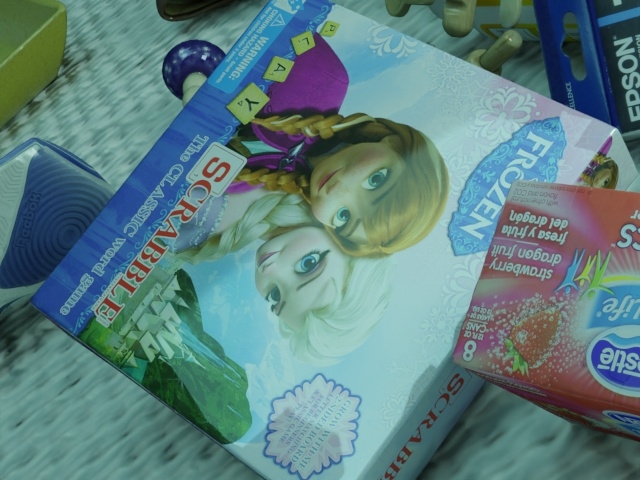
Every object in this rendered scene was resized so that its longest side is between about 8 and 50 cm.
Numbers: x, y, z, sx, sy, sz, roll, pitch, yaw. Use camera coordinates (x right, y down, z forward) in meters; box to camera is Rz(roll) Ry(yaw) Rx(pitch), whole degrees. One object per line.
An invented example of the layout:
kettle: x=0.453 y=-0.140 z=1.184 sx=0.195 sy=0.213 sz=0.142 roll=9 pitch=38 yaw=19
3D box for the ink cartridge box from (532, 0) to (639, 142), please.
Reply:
ink cartridge box: x=0.291 y=-0.170 z=1.012 sx=0.333 sy=0.165 sz=0.065 roll=-14 pitch=-4 yaw=33

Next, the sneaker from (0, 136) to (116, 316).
sneaker: x=-0.345 y=0.028 z=1.356 sx=0.315 sy=0.127 sz=0.182 roll=-52 pitch=32 yaw=-1

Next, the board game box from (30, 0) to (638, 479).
board game box: x=0.000 y=0.000 z=1.027 sx=0.318 sy=0.066 sz=0.318 roll=29 pitch=78 yaw=36

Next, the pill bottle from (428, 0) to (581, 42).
pill bottle: x=0.185 y=-0.223 z=1.212 sx=0.208 sy=0.117 sz=0.117 roll=9 pitch=54 yaw=49

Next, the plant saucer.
plant saucer: x=-0.472 y=-0.172 z=1.798 sx=0.333 sy=0.081 sz=0.333 roll=-45 pitch=33 yaw=-14

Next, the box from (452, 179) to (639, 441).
box: x=0.216 y=0.053 z=0.796 sx=0.257 sy=0.128 sz=0.122 roll=10 pitch=76 yaw=48

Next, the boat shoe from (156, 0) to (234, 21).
boat shoe: x=-0.044 y=-0.321 z=1.565 sx=0.342 sy=0.123 sz=0.123 roll=-15 pitch=52 yaw=30

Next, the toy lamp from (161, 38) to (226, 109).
toy lamp: x=-0.117 y=-0.096 z=1.371 sx=0.080 sy=0.080 sz=0.274 roll=-29 pitch=33 yaw=12

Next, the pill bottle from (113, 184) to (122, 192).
pill bottle: x=-0.186 y=-0.017 z=1.366 sx=0.043 sy=0.043 sz=0.083 roll=-27 pitch=34 yaw=15

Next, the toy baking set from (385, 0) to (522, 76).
toy baking set: x=0.106 y=-0.201 z=1.184 sx=0.256 sy=0.030 sz=0.196 roll=-38 pitch=57 yaw=57
